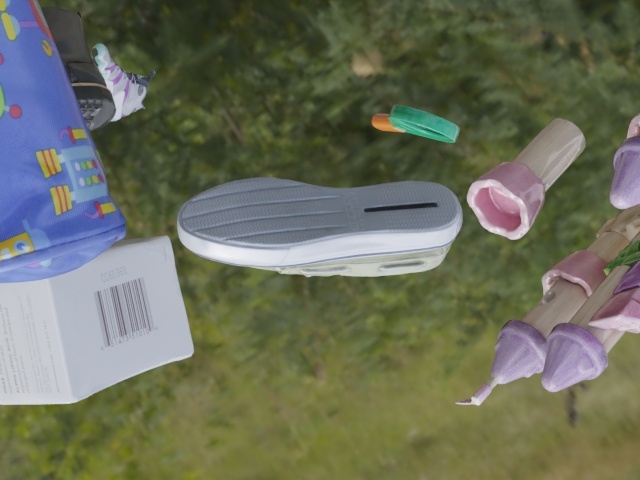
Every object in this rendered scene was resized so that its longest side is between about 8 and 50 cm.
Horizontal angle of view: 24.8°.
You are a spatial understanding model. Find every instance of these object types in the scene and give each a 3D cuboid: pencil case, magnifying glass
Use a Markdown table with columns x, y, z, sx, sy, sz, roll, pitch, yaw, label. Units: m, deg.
| x | y | z | sx | sy | sz | roll | pitch | yaw | label |
| --- | --- | --- | --- | --- | --- | --- | --- | --- | --- |
| -0.231 | -0.115 | 0.898 | 0.133 | 0.306 | 0.119 | -23 | -179 | -11 | pencil case |
| 0.116 | -0.157 | 1.937 | 0.092 | 0.231 | 0.026 | 20 | 88 | -16 | magnifying glass |

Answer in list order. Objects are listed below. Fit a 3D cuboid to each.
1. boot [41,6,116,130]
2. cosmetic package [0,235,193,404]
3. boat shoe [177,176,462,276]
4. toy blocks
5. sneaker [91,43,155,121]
| x | y | z | sx | sy | sz | roll | pitch | yaw | label |
| --- | --- | --- | --- | --- | --- | --- | --- | --- | --- |
| -0.311 | -0.180 | 1.450 | 0.197 | 0.137 | 0.077 | 6 | 143 | -41 | boot |
| -0.372 | 0.098 | 1.731 | 0.385 | 0.156 | 0.217 | -7 | -173 | 37 | cosmetic package |
| 0.000 | 0.000 | 1.543 | 0.302 | 0.109 | 0.094 | 0 | 136 | -5 | boat shoe |
| 0.280 | 0.051 | 1.220 | 0.260 | 0.309 | 0.288 | -44 | -169 | -31 | toy blocks |
| -0.220 | -0.186 | 1.648 | 0.069 | 0.038 | 0.098 | -19 | 133 | -16 | sneaker |
